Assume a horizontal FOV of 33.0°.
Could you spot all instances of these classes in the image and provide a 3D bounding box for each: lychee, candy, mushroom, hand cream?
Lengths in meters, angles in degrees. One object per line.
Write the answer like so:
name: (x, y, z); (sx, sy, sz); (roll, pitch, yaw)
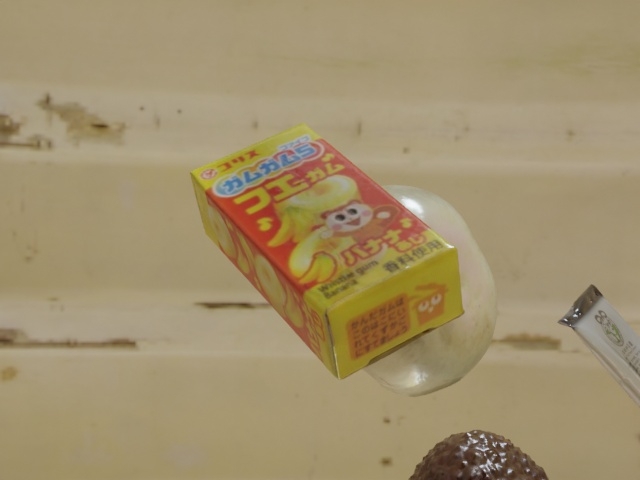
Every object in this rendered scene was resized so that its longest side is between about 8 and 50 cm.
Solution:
lychee: (0.238, 0.416, 1.611); (0.260, 0.261, 0.260); (-178, -90, -69)
candy: (0.000, 0.000, 1.029); (0.276, 0.146, 0.088); (45, -25, 47)
mushroom: (0.090, 0.070, 1.359); (0.234, 0.254, 0.260); (-23, -134, 44)
hand cream: (0.382, 0.191, 1.147); (0.076, 0.121, 0.336); (-45, -101, 29)
